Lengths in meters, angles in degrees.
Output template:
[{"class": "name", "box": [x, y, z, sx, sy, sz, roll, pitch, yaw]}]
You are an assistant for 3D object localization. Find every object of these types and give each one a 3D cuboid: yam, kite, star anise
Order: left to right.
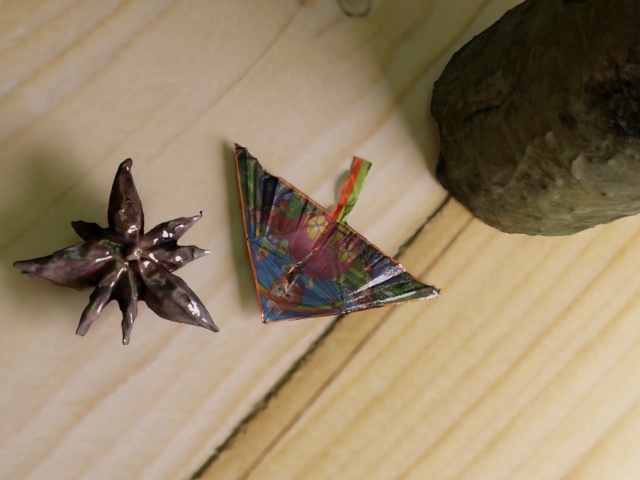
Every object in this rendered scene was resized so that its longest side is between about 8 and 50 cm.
[{"class": "star anise", "box": [-0.117, 0.021, 0.737, 0.129, 0.056, 0.124, 41, 65, 3]}, {"class": "kite", "box": [0.000, 0.000, 0.803, 0.190, 0.010, 0.159, 38, 64, -1]}, {"class": "yam", "box": [0.221, -0.116, 0.757, 0.195, 0.300, 0.195, 5, 76, -21]}]
